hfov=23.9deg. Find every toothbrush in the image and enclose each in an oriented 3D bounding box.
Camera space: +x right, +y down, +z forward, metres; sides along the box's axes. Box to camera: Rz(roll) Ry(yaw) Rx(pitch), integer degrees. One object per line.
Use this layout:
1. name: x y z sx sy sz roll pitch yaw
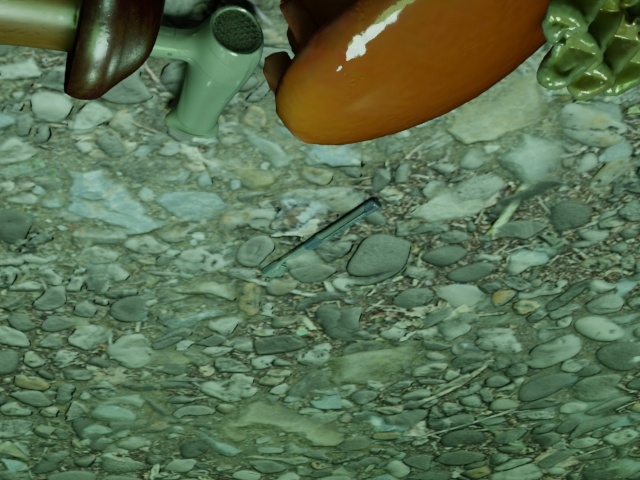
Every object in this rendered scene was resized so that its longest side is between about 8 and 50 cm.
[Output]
1. toothbrush: 0.000 0.000 1.994 0.019 0.016 0.219 21 138 -38

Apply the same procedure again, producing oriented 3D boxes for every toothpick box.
1. toothpick box: -0.294 -0.240 1.418 0.294 0.192 0.192 8 145 -13

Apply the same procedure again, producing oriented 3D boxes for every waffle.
1. waffle: 0.315 -0.277 1.402 0.292 0.056 0.309 -18 127 -39

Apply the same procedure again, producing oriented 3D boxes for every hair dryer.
1. hair dryer: -0.196 -0.193 1.633 0.237 0.075 0.206 14 150 -16

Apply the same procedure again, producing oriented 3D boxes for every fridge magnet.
1. fridge magnet: 0.112 -0.218 1.465 0.364 0.155 0.363 -28 167 -7
